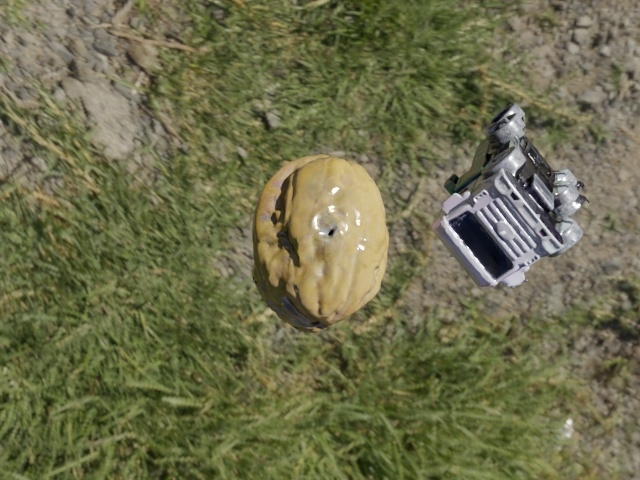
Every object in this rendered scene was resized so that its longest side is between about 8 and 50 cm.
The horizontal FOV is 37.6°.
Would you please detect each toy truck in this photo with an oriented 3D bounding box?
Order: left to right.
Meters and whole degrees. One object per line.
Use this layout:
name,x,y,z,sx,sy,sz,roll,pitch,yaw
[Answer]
toy truck,0.266,-0.061,1.355,0.178,0.363,0.176,-38,97,20

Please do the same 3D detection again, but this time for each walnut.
walnut,0.000,0.000,1.268,0.198,0.198,0.245,11,74,-28
